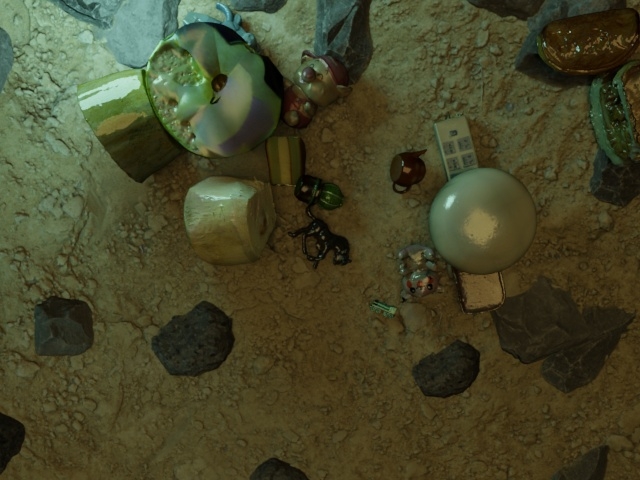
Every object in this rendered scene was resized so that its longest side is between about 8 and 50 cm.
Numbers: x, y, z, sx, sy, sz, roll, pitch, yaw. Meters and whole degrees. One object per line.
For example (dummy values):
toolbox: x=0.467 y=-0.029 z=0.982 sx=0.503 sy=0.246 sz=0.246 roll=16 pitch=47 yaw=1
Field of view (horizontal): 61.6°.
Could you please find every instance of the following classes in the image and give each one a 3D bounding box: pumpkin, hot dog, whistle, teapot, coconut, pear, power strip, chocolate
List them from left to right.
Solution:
pumpkin: x=-0.552 y=-0.365 z=1.621 sx=0.199 sy=0.332 sz=0.332 roll=-29 pitch=95 yaw=5
pear: x=-0.321 y=-0.429 z=1.604 sx=0.398 sy=0.165 sz=0.399 roll=0 pitch=89 yaw=-18
whistle: x=-0.306 y=-0.646 z=1.686 sx=0.269 sy=0.093 sz=0.180 roll=25 pitch=78 yaw=0
coconut: x=-0.293 y=-0.067 z=1.668 sx=0.254 sy=0.297 sz=0.298 roll=3 pitch=98 yaw=18
teapot: x=0.286 y=-0.220 z=1.712 sx=0.116 sy=0.116 sz=0.173 roll=20 pitch=125 yaw=0
power strip: x=0.452 y=-0.234 z=1.725 sx=0.106 sy=0.043 sz=0.368 roll=-16 pitch=97 yaw=4
chocolate: x=0.504 y=0.109 z=1.750 sx=0.160 sy=0.083 sz=0.262 roll=-9 pitch=88 yaw=3
hot dog: x=0.789 y=-0.591 z=1.591 sx=0.272 sy=0.122 sz=0.196 roll=-3 pitch=73 yaw=29

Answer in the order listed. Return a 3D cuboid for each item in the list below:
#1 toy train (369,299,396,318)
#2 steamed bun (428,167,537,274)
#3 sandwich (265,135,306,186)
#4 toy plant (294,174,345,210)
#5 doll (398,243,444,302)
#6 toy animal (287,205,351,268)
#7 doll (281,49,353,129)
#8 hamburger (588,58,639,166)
toy train: x=0.211 y=0.231 z=1.810 sx=0.092 sy=0.029 sz=0.045 roll=23 pitch=91 yaw=1
steamed bun: x=0.487 y=-0.057 z=1.609 sx=0.324 sy=0.206 sz=0.325 roll=0 pitch=90 yaw=2
sandwich: x=-0.111 y=-0.247 z=1.687 sx=0.117 sy=0.187 sz=0.144 roll=3 pitch=92 yaw=3
toy plant: x=0.001 y=-0.150 z=1.729 sx=0.162 sy=0.093 sz=0.093 roll=18 pitch=99 yaw=-19
doll: x=0.320 y=0.107 z=1.754 sx=0.149 sy=0.095 sz=0.192 roll=-9 pitch=99 yaw=11
toy animal: x=0.000 y=0.000 z=1.774 sx=0.148 sy=0.084 sz=0.233 roll=-37 pitch=93 yaw=-5
doll: x=-0.035 y=-0.470 z=1.664 sx=0.256 sy=0.152 sz=0.196 roll=-41 pitch=96 yaw=7
hamburger: x=0.986 y=-0.390 z=1.600 sx=0.276 sy=0.195 sz=0.318 roll=-15 pitch=99 yaw=3
